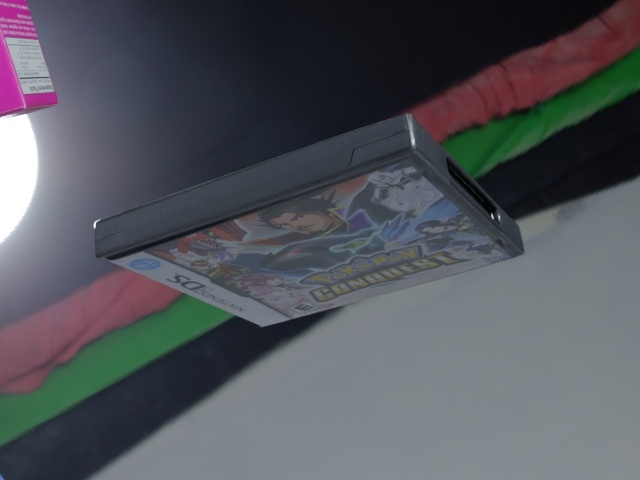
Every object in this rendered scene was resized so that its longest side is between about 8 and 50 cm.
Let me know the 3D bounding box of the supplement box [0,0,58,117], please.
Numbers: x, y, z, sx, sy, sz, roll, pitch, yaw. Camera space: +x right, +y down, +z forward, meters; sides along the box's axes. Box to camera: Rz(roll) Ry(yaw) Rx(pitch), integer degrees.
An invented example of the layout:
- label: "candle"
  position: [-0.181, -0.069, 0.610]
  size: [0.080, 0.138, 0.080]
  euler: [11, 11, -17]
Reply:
- label: "supplement box"
  position: [-0.361, -0.224, 0.951]
  size: [0.111, 0.220, 0.114]
  euler: [-14, 8, 5]

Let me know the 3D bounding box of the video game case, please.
- label: "video game case"
  position: [0.000, 0.000, 0.789]
  size: [0.275, 0.035, 0.248]
  euler: [-17, -25, 24]

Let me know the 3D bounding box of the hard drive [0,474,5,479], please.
- label: "hard drive"
  position: [-0.368, 0.376, 1.007]
  size: [0.040, 0.210, 0.318]
  euler: [-9, -57, 29]
